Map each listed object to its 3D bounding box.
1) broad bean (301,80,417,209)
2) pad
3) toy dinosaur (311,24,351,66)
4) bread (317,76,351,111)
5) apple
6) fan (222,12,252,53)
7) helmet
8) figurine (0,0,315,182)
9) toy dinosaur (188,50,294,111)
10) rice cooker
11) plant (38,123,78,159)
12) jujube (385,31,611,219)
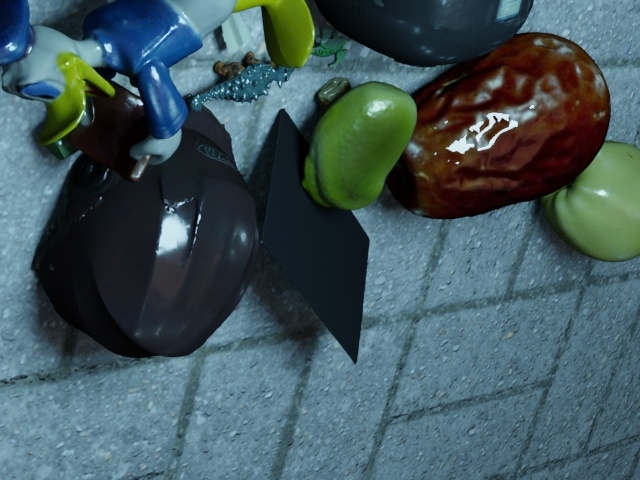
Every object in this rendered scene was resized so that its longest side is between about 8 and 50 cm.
[{"bbox_3d":[0.043,-0.116,1.642,0.124,0.082,0.174,7,115,-30],"label":"broad bean"},{"bbox_3d":[-0.001,0.000,1.686,0.300,0.005,0.202,54,35,-49],"label":"pad"},{"bbox_3d":[0.006,-0.229,1.618,0.083,0.021,0.062,-38,150,-18],"label":"toy dinosaur"},{"bbox_3d":[0.026,-0.164,1.671,0.047,0.036,0.083,-47,139,-20],"label":"bread"},{"bbox_3d":[0.430,-0.062,2.014,0.200,0.200,0.200,-24,132,-30],"label":"apple"},{"bbox_3d":[-0.142,-0.368,1.385,0.233,0.012,0.414,-32,133,-21],"label":"fan"},{"bbox_3d":[-0.169,0.003,1.502,0.225,0.177,0.305,18,106,-46],"label":"helmet"},{"bbox_3d":[-0.206,-0.187,1.300,0.338,0.204,0.283,-11,140,-44],"label":"figurine"},{"bbox_3d":[-0.091,-0.180,1.534,0.154,0.055,0.049,-28,136,-33],"label":"toy dinosaur"},{"bbox_3d":[0.125,-0.326,1.486,0.267,0.267,0.224,-16,129,-35],"label":"rice cooker"},{"bbox_3d":[-0.250,-0.132,1.425,0.102,0.051,0.051,-44,139,-19],"label":"plant"},{"bbox_3d":[0.233,-0.147,1.761,0.318,0.223,0.223,-24,132,-19],"label":"jujube"}]
